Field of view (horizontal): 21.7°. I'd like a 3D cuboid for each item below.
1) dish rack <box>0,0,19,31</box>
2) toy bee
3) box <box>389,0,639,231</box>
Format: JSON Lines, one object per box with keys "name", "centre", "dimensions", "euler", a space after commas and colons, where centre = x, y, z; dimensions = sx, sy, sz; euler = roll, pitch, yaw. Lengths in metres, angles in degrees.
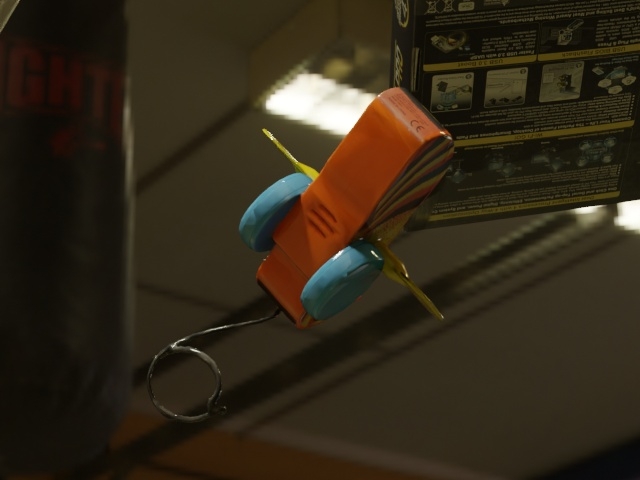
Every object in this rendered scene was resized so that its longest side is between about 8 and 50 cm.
{"name": "dish rack", "centre": [-0.451, -0.295, 1.601], "dimensions": [0.333, 0.285, 0.072], "euler": [21, -44, -3]}
{"name": "toy bee", "centre": [0.000, 0.000, 1.296], "dimensions": [0.298, 0.195, 0.162], "euler": [-27, -9, 26]}
{"name": "box", "centre": [0.268, -0.171, 1.664], "dimensions": [0.395, 0.097, 0.318], "euler": [-8, -47, -8]}
